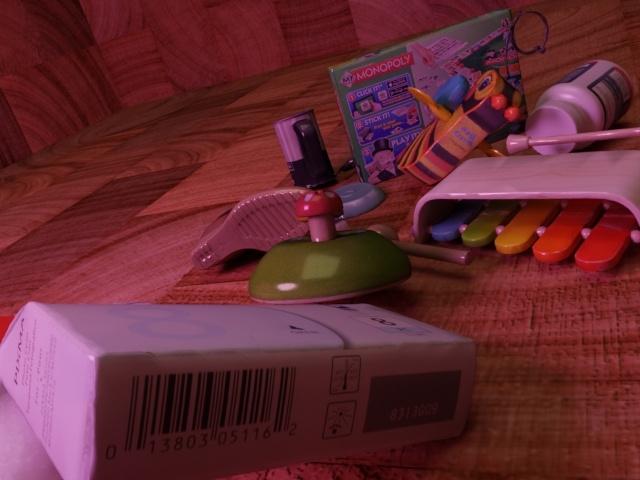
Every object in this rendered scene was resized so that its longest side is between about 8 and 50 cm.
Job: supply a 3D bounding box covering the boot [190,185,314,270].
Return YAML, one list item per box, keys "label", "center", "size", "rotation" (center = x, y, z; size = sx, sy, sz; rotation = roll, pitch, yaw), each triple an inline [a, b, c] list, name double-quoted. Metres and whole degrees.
- label: "boot"
  center: [-0.069, -0.048, 0.968]
  size: [0.248, 0.090, 0.207]
  rotation: [-23, 14, 32]

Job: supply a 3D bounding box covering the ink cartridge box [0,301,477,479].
- label: "ink cartridge box"
  center: [-0.110, 0.080, 0.567]
  size: [0.308, 0.091, 0.385]
  rotation: [4, 7, -37]

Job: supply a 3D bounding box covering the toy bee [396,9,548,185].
- label: "toy bee"
  center: [0.222, -0.194, 0.948]
  size: [0.195, 0.298, 0.162]
  rotation: [14, 27, -7]

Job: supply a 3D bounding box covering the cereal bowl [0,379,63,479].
- label: "cereal bowl"
  center: [-0.322, 0.194, 0.580]
  size: [0.339, 0.141, 0.339]
  rotation: [-15, 22, 6]

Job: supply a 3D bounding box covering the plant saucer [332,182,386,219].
- label: "plant saucer"
  center: [0.048, -0.069, 1.059]
  size: [0.119, 0.021, 0.119]
  rotation: [-16, 22, 7]

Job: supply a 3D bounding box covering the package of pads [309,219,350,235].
- label: "package of pads"
  center: [0.000, 0.000, 0.922]
  size: [0.050, 0.032, 0.083]
  rotation: [8, 34, 42]

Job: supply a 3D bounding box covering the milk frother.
- label: "milk frother"
  center: [0.005, -0.178, 1.177]
  size: [0.143, 0.134, 0.129]
  rotation: [-26, 14, -28]

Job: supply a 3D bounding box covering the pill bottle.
- label: "pill bottle"
  center: [0.394, -0.200, 0.985]
  size: [0.180, 0.108, 0.108]
  rotation: [-35, 27, -35]

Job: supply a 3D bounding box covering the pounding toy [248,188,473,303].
- label: "pounding toy"
  center: [0.026, -0.007, 0.725]
  size: [0.237, 0.110, 0.183]
  rotation: [-12, 7, -32]

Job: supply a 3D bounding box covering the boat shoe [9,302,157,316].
- label: "boat shoe"
  center: [-0.304, 0.122, 0.804]
  size: [0.226, 0.083, 0.076]
  rotation: [-3, 3, -18]

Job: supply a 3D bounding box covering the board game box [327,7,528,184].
- label: "board game box"
  center: [0.192, -0.244, 1.102]
  size: [0.317, 0.213, 0.046]
  rotation: [-19, 22, -4]

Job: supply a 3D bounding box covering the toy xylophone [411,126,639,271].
- label: "toy xylophone"
  center: [0.277, -0.058, 0.780]
  size: [0.236, 0.081, 0.323]
  rotation: [-34, 27, -33]
